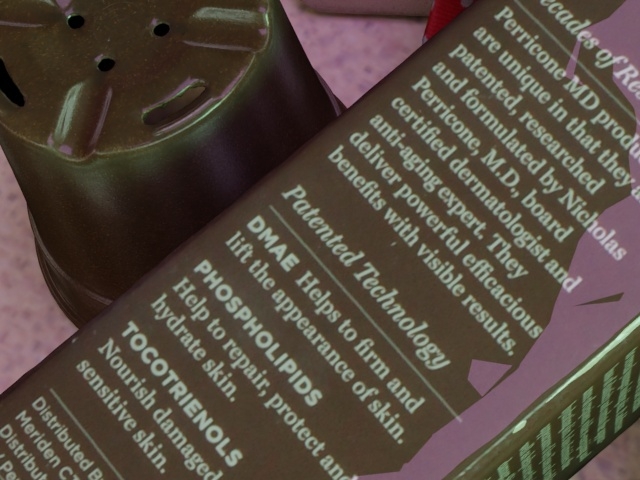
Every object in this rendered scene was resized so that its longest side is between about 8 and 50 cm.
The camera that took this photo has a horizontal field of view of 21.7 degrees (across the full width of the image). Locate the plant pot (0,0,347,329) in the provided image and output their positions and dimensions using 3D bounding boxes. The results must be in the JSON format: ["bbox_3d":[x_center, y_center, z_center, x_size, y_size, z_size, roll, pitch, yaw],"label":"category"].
[{"bbox_3d":[-0.067,-0.052,0.724,0.167,0.165,0.167,-4,63,7],"label":"plant pot"}]

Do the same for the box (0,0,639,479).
[{"bbox_3d":[0.041,0.040,0.647,0.381,0.191,0.143,-38,72,-5],"label":"box"}]

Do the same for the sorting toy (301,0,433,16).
[{"bbox_3d":[0.082,-0.213,0.895,0.193,0.038,0.208,2,70,-2],"label":"sorting toy"}]

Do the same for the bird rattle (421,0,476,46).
[{"bbox_3d":[0.110,-0.209,0.813,0.207,0.143,0.253,-27,76,-29],"label":"bird rattle"}]
